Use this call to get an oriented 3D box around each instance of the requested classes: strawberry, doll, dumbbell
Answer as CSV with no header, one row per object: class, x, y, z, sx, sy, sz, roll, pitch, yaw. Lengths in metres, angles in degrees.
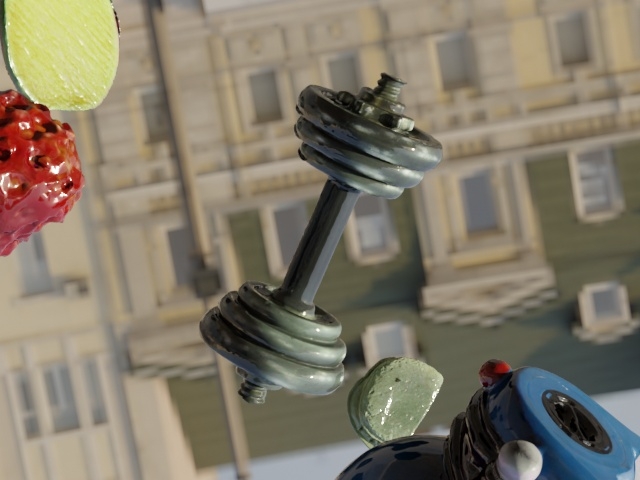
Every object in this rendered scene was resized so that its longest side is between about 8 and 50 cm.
strawberry,-0.412,-0.045,1.930,0.336,0.265,0.149,-10,-157,-7
doll,0.133,0.265,1.694,0.310,0.240,0.284,-50,162,23
dumbbell,0.000,0.000,2.105,0.179,0.406,0.179,24,-170,-4

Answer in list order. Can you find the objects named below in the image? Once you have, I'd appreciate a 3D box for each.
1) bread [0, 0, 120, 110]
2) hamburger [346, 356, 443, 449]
bread,-0.342,-0.271,2.426,0.033,0.228,0.228,0,-167,33
hamburger,0.079,0.187,2.188,0.121,0.084,0.054,-60,-157,-14
